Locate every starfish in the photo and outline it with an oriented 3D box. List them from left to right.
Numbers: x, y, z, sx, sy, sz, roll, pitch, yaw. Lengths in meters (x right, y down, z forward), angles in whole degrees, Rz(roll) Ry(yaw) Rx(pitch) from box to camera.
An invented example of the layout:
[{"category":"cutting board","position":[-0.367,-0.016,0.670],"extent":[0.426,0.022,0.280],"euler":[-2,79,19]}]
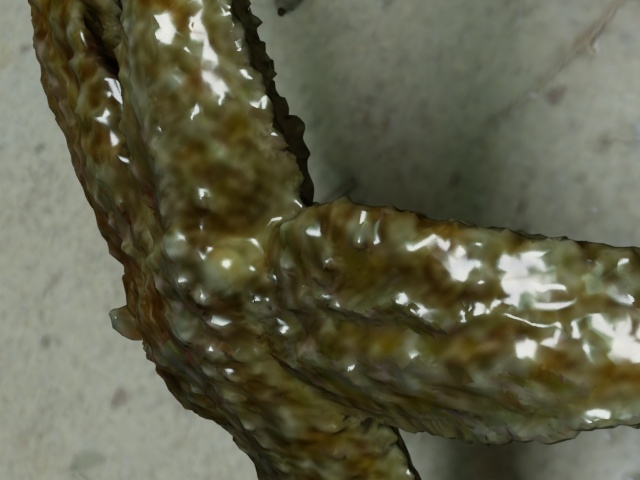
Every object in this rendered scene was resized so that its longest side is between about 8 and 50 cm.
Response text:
[{"category":"starfish","position":[-0.006,0.006,0.393],"extent":[0.327,0.094,0.375],"euler":[15,130,45]}]
